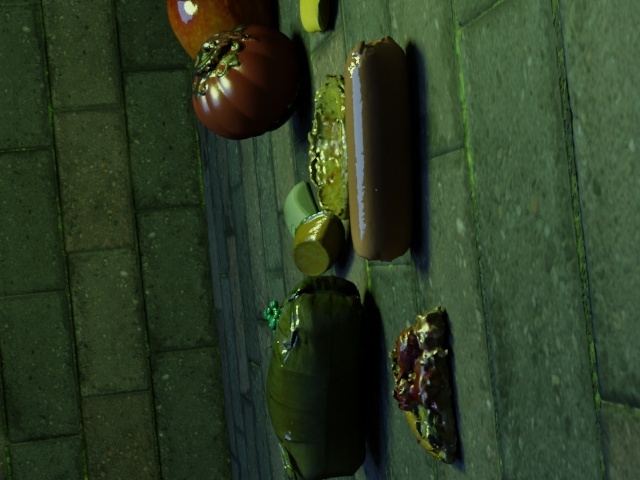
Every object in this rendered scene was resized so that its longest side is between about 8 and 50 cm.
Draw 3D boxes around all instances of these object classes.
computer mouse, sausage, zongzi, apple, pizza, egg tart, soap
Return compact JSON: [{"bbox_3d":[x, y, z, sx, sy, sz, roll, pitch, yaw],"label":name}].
[{"bbox_3d":[-0.035,-0.037,2.021,0.181,0.056,0.089,-112,16,-52],"label":"computer mouse"},{"bbox_3d":[0.074,-0.112,1.386,0.086,0.086,0.289,-133,40,-71],"label":"sausage"},{"bbox_3d":[-0.013,0.171,1.806,0.360,0.160,0.322,-107,21,-68],"label":"zongzi"},{"bbox_3d":[-0.203,-0.455,2.238,0.230,0.230,0.230,174,90,-78],"label":"apple"},{"bbox_3d":[0.120,0.163,1.374,0.201,0.053,0.193,-122,29,-65],"label":"pizza"},{"bbox_3d":[0.042,-0.131,1.525,0.212,0.090,0.212,173,90,-77],"label":"egg tart"},{"bbox_3d":[-0.007,-0.379,1.778,0.168,0.033,0.089,-131,35,-70],"label":"soap"}]

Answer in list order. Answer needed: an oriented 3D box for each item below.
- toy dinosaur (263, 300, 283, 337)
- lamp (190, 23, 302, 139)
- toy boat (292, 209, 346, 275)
[{"bbox_3d":[-0.081,0.184,2.341,0.132,0.059,0.096,114,144,-51],"label":"toy dinosaur"},{"bbox_3d":[-0.142,-0.296,2.017,0.227,0.227,0.226,174,90,-78],"label":"lamp"},{"bbox_3d":[0.000,0.000,1.834,0.088,0.089,0.229,-60,-2,-25],"label":"toy boat"}]
